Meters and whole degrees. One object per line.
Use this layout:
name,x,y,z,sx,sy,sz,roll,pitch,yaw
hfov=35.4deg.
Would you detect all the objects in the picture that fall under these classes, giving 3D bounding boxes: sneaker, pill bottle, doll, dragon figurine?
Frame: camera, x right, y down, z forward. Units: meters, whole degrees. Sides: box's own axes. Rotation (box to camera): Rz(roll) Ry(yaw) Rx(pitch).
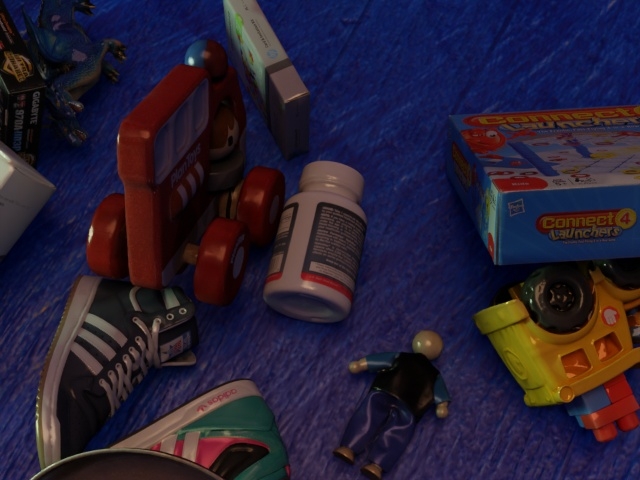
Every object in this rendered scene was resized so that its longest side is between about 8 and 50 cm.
sneaker,-0.220,0.144,1.124,0.153,0.099,0.282,4,39,-2
pill bottle,0.000,0.000,1.224,0.108,0.108,0.180,11,66,5
doll,0.087,0.182,1.176,0.129,0.046,0.189,31,70,12
dragon figurine,-0.357,-0.260,1.325,0.144,0.085,0.289,-24,73,-38
sneaker,-0.153,0.297,1.087,0.295,0.124,0.178,-31,60,-15

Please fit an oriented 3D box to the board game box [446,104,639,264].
board game box,0.324,-0.076,1.173,0.308,0.086,0.302,-4,22,-3

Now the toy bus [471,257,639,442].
toy bus,0.322,0.115,1.165,0.220,0.149,0.211,-25,81,-14

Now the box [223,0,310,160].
box,-0.070,-0.217,1.301,0.038,0.145,0.186,-23,69,-12

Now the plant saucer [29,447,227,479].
plant saucer,-0.174,0.337,1.019,0.310,0.050,0.310,2,109,6

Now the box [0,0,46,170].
box,-0.421,-0.217,1.280,0.051,0.175,0.220,-19,65,-30

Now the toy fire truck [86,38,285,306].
toy fire truck,-0.147,-0.088,1.156,0.169,0.254,0.302,14,36,11

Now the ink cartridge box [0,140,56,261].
ink cartridge box,-0.484,-0.021,1.182,0.207,0.117,0.283,38,89,16
